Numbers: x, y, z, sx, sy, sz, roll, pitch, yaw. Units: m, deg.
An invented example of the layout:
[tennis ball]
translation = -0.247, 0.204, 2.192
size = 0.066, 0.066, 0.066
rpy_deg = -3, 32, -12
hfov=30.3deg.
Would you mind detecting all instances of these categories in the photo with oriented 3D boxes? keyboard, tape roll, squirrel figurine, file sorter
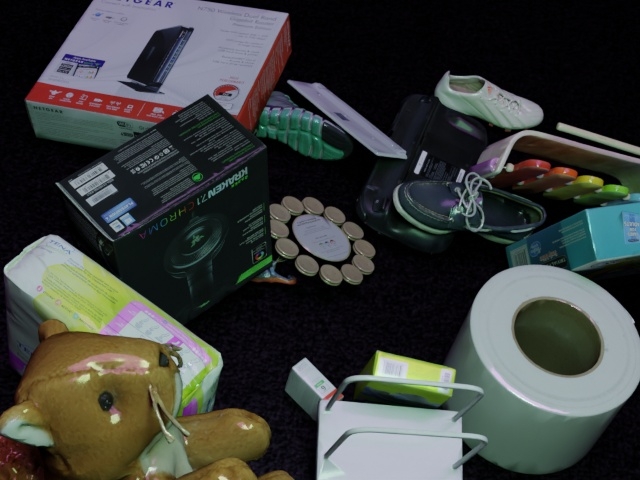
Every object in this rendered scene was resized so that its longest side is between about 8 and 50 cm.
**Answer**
[keyboard]
translation = 0.041, -0.199, 1.924
size = 0.072, 0.014, 0.256
rpy_deg = -3, 34, -40
[tape roll]
translation = 0.302, 0.178, 1.640
size = 0.246, 0.169, 0.246
rpy_deg = 6, 51, -8
[squirrel figurine]
translation = -0.247, 0.277, 1.269
size = 0.397, 0.370, 0.281
rpy_deg = -19, 30, 18
[file sorter]
translation = 0.101, 0.317, 1.441
size = 0.192, 0.173, 0.278
rpy_deg = 6, 65, -9

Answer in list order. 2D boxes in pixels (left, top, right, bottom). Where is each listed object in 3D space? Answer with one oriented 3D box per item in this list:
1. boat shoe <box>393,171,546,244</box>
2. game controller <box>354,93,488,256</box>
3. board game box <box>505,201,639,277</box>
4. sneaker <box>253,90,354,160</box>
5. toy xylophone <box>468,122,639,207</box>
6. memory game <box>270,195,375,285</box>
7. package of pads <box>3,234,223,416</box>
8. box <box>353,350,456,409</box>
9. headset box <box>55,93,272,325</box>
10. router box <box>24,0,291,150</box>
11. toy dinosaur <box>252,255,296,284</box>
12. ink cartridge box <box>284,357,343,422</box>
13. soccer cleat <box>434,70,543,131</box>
[boat shoe]
translation = 0.233, -0.050, 1.820
size = 0.254, 0.079, 0.095
rpy_deg = 16, 62, -25
[game controller]
translation = 0.171, -0.112, 1.921
size = 0.166, 0.067, 0.319
rpy_deg = 31, 51, -6
[board game box]
translation = 0.487, 0.000, 1.768
size = 0.336, 0.254, 0.079
rpy_deg = -7, 80, -18
[sneaker]
translation = -0.045, -0.205, 1.924
size = 0.223, 0.083, 0.098
rpy_deg = 19, 45, 3
[toy xylophone]
translation = 0.404, -0.107, 1.855
size = 0.322, 0.236, 0.081
rpy_deg = 12, 82, -6
[memory game]
translation = 0.000, 0.000, 1.777
size = 0.186, 0.012, 0.186
rpy_deg = 20, 37, -17
[package of pads]
translation = -0.268, 0.151, 1.489
size = 0.296, 0.229, 0.101
rpy_deg = 34, 52, 15
[box]
translation = 0.108, 0.197, 1.588
size = 0.109, 0.178, 0.042
rpy_deg = 13, 70, -3
[headset box]
translation = -0.200, -0.012, 1.600
size = 0.246, 0.283, 0.131
rpy_deg = -34, 60, -24
[router box]
translation = -0.249, -0.263, 1.874
size = 0.335, 0.082, 0.301
rpy_deg = 10, 49, 13
[toy dinosaur]
translation = -0.080, 0.053, 1.748
size = 0.082, 0.047, 0.090
rpy_deg = 36, 86, 5
[ink cartridge box]
translation = 0.004, 0.220, 1.605
size = 0.115, 0.063, 0.029
rpy_deg = 43, 56, 19
[soccer cleat]
translation = 0.294, -0.240, 2.031
size = 0.196, 0.076, 0.068
rpy_deg = 12, 50, -4
